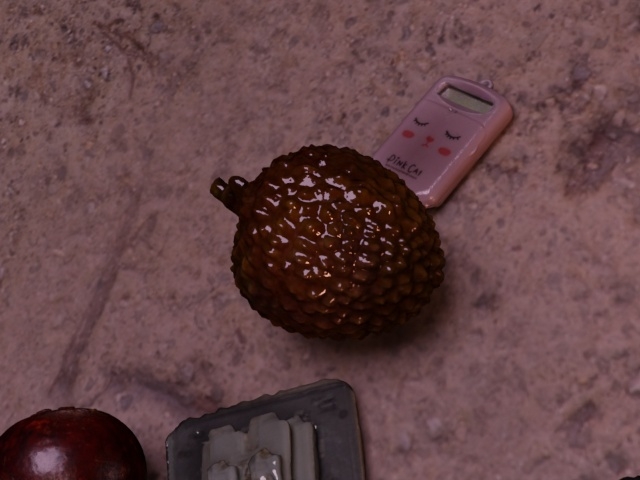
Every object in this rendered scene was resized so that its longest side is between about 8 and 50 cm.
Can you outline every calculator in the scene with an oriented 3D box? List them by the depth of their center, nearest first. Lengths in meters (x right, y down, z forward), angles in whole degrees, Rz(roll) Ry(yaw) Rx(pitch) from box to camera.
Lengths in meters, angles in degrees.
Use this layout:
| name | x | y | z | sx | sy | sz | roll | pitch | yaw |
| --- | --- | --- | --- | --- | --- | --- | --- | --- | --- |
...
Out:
| name | x | y | z | sx | sy | sz | roll | pitch | yaw |
| --- | --- | --- | --- | --- | --- | --- | --- | --- | --- |
| calculator | 0.123 | -0.103 | 1.276 | 0.100 | 0.032 | 0.175 | 30 | 73 | 37 |

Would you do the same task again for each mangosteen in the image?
| name | x | y | z | sx | sy | sz | roll | pitch | yaw |
| --- | --- | --- | --- | --- | --- | --- | --- | --- | --- |
| mangosteen | -0.232 | 0.240 | 1.131 | 0.156 | 0.146 | 0.181 | -12 | 53 | 14 |

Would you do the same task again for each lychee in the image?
| name | x | y | z | sx | sy | sz | roll | pitch | yaw |
| --- | --- | --- | --- | --- | --- | --- | --- | --- | --- |
| lychee | 0.000 | 0.000 | 1.153 | 0.238 | 0.200 | 0.200 | 24 | 68 | 12 |

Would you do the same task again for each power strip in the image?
| name | x | y | z | sx | sy | sz | roll | pitch | yaw |
| --- | --- | --- | --- | --- | --- | --- | --- | --- | --- |
| power strip | -0.056 | 0.224 | 1.112 | 0.198 | 0.064 | 0.213 | -20 | 52 | 14 |

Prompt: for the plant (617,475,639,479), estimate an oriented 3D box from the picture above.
| name | x | y | z | sx | sy | sz | roll | pitch | yaw |
| --- | --- | --- | --- | --- | --- | --- | --- | --- | --- |
| plant | 0.258 | 0.314 | 0.806 | 0.181 | 0.194 | 0.321 | -25 | 54 | -16 |
